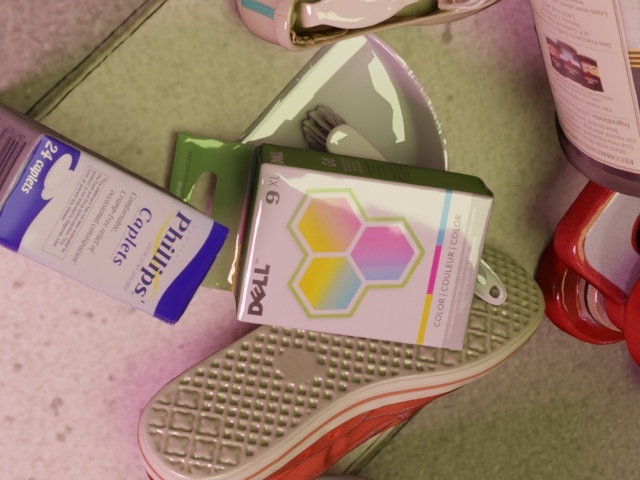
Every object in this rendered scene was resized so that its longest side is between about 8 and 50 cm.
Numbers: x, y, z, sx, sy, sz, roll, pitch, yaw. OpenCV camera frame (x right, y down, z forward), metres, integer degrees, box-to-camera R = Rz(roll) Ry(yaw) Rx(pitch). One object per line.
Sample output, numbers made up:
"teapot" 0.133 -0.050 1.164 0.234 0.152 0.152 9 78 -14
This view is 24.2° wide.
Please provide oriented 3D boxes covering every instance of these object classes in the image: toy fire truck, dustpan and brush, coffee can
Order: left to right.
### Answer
"dustpan and brush" 0.053 -0.029 1.044 0.147 0.060 0.211 -48 114 -5
"coffee can" 0.230 -0.193 0.977 0.201 0.201 0.275 -33 131 -14
"toy fire truck" 0.329 0.014 1.128 0.302 0.169 0.254 38 87 -22

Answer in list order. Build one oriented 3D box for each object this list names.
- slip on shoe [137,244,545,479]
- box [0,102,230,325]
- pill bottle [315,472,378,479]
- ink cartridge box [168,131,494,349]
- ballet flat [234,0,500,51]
"slip on shoe" 0.017 0.095 1.062 0.331 0.123 0.101 -27 154 -25
"box" -0.148 -0.018 0.922 0.137 0.126 0.072 28 91 -30
"pill bottle" -0.004 0.369 1.065 0.210 0.210 0.362 -10 110 -23
"ink cartridge box" 0.000 0.000 0.988 0.209 0.062 0.109 9 106 -6
"ballet flat" 0.065 -0.177 1.004 0.248 0.086 0.086 -18 113 -21
